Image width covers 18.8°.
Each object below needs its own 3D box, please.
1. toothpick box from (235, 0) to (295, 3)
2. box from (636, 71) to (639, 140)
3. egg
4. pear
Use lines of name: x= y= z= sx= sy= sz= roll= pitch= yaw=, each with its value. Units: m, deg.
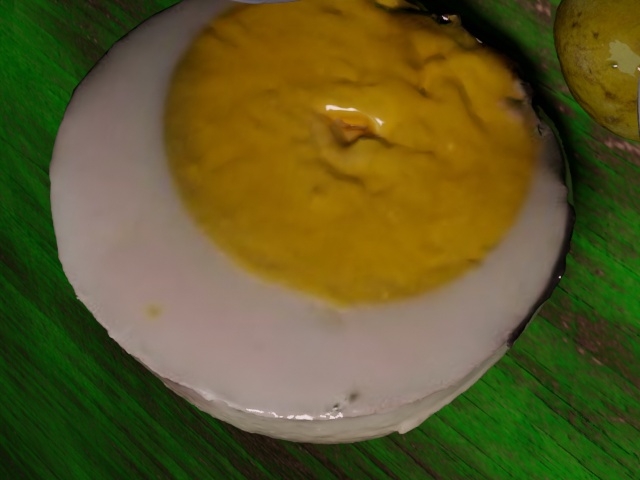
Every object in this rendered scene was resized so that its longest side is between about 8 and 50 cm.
toothpick box: x=0.017 y=-0.303 z=1.044 sx=0.263 sy=0.263 sz=0.355 roll=58 pitch=153 yaw=7
box: x=0.277 y=-0.052 z=0.893 sx=0.226 sy=0.149 sz=0.226 roll=41 pitch=146 yaw=35
egg: x=0.000 y=0.000 z=1.274 sx=0.337 sy=0.337 sz=0.201 roll=49 pitch=167 yaw=23
pear: x=0.183 y=-0.106 z=1.061 sx=0.131 sy=0.107 sz=0.107 roll=22 pitch=134 yaw=42
